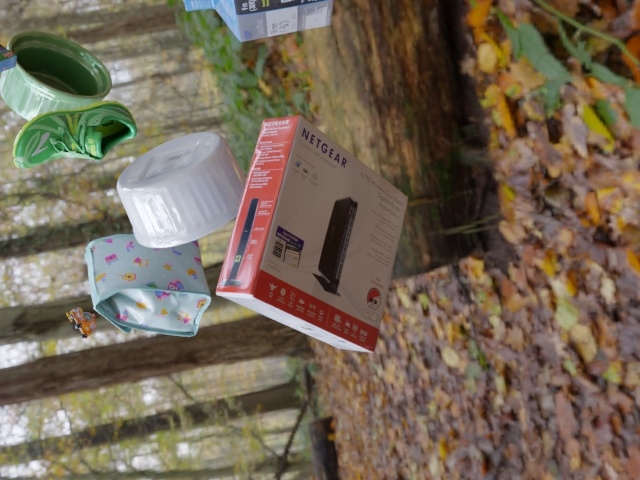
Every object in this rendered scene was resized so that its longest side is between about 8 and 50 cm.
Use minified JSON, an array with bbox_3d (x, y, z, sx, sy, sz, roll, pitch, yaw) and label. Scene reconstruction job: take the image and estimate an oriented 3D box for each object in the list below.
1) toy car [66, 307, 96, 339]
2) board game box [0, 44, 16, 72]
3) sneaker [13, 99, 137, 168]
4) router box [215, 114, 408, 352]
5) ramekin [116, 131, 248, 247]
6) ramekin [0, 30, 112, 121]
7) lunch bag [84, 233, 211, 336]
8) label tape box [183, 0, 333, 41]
[{"bbox_3d":[-0.455,0.138,1.535,0.122,0.041,0.060,34,147,52],"label":"toy car"},{"bbox_3d":[-0.834,-0.442,1.860,0.160,0.212,0.039,-44,-16,-48],"label":"board game box"},{"bbox_3d":[-0.554,-0.238,1.848,0.123,0.296,0.109,40,144,36],"label":"sneaker"},{"bbox_3d":[0.000,0.000,1.365,0.335,0.082,0.301,30,-112,-47],"label":"router box"},{"bbox_3d":[-0.294,-0.116,1.724,0.277,0.277,0.135,-107,-5,-62],"label":"ramekin"},{"bbox_3d":[-0.777,-0.456,2.360,0.148,0.303,0.303,-53,33,31],"label":"ramekin"},{"bbox_3d":[-0.407,0.095,1.877,0.160,0.262,0.223,-65,31,33],"label":"lunch bag"},{"bbox_3d":[-0.141,-0.543,1.818,0.240,0.334,0.105,102,157,-82],"label":"label tape box"}]
